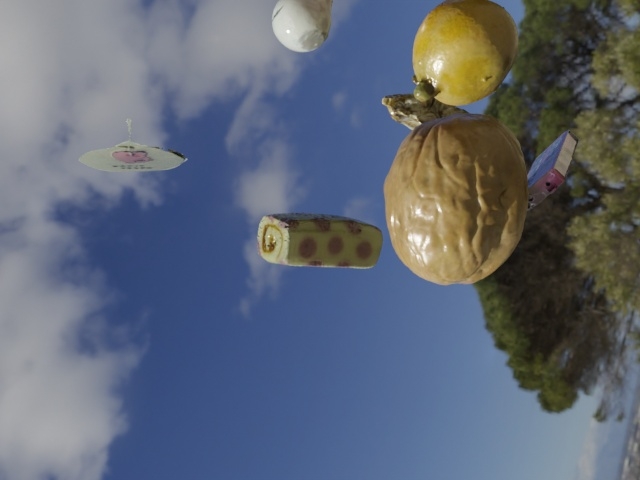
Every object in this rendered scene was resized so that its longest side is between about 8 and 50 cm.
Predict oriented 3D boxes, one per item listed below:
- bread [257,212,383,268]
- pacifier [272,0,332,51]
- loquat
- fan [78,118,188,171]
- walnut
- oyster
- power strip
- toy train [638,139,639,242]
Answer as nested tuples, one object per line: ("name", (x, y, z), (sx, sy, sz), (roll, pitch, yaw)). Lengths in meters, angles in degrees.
("bread", (0.000, 0.000, 2.179), (0.339, 0.187, 0.155), (5, -88, -34))
("pacifier", (0.018, -0.435, 1.139), (0.332, 0.273, 0.220), (11, -124, -40))
("loquat", (0.216, -0.289, 1.173), (0.204, 0.149, 0.172), (-44, -20, -8))
("fan", (-0.306, -0.147, 1.229), (0.310, 0.182, 0.010), (141, 126, -76))
("walnut", (0.249, -0.073, 1.379), (0.277, 0.252, 0.312), (-37, -55, -70))
("oyster", (0.307, -0.302, 1.938), (0.110, 0.342, 0.166), (-67, 14, -12))
("power strip", (0.465, -0.145, 1.544), (0.109, 0.037, 0.279), (-47, 0, 34))
("toy train", (0.730, -0.101, 1.396), (0.300, 0.265, 0.187), (57, -143, -54))
